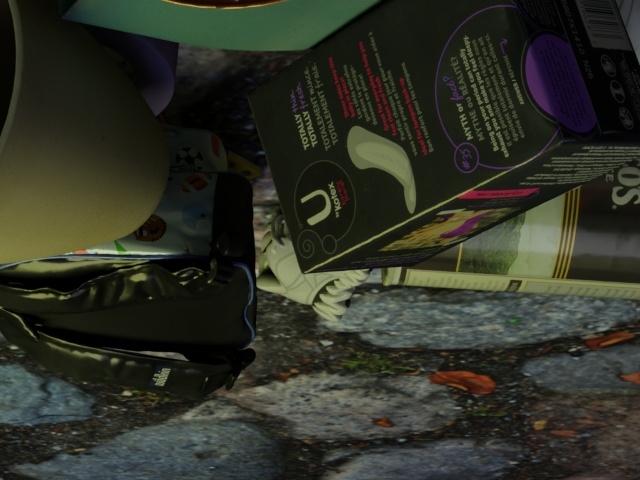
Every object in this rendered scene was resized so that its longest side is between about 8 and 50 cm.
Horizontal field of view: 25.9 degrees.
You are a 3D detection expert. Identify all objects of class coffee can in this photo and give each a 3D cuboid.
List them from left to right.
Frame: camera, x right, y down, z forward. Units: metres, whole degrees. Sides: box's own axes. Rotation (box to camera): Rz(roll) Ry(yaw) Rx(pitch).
[{"bbox_3d":[0.200,-0.048,1.303,0.275,0.201,0.201,3,152,0],"label":"coffee can"}]

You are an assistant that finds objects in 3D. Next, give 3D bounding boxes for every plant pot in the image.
[{"bbox_3d":[-0.248,-0.086,1.106,0.256,0.256,0.274,-12,165,26],"label":"plant pot"},{"bbox_3d":[-0.049,-0.238,1.022,0.234,0.165,0.165,13,151,-33],"label":"plant pot"}]

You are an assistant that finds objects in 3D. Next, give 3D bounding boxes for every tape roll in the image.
[{"bbox_3d":[-0.220,-0.177,1.232,0.189,0.080,0.189,2,152,1],"label":"tape roll"}]

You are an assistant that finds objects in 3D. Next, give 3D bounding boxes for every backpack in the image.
[{"bbox_3d":[-0.196,0.012,1.347,0.263,0.213,0.276,-4,149,-5],"label":"backpack"}]

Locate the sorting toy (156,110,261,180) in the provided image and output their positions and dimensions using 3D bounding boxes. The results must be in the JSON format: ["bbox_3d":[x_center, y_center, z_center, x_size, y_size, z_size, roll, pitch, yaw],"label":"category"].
[{"bbox_3d":[-0.199,-0.101,1.407,0.274,0.046,0.132,13,150,-18],"label":"sorting toy"}]

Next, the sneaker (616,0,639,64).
[{"bbox_3d":[0.231,-0.148,1.141,0.115,0.090,0.232,-2,114,-10],"label":"sneaker"}]

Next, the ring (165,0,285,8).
[{"bbox_3d":[-0.069,-0.300,0.811,0.337,0.032,0.336,6,113,15],"label":"ring"}]

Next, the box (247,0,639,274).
[{"bbox_3d":[0.098,-0.095,1.074,0.143,0.165,0.270,-3,162,-47],"label":"box"}]

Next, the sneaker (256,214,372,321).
[{"bbox_3d":[0.000,0.000,1.527,0.118,0.110,0.292,16,150,-6],"label":"sneaker"}]
